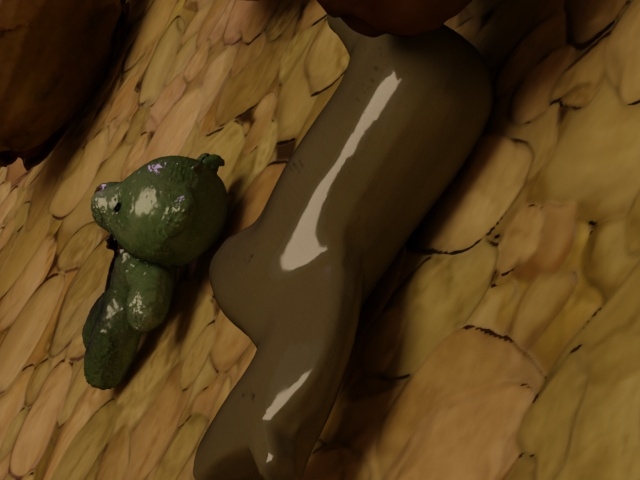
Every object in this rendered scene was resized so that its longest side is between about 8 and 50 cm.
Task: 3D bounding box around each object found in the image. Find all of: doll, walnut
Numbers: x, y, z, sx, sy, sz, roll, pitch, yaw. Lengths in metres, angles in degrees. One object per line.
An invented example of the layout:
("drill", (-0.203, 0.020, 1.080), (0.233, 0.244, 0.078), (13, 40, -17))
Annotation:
("doll", (-0.109, 0.015, 1.096), (0.115, 0.077, 0.150), (-84, 19, -67))
("walnut", (-0.235, -0.160, 1.518), (0.137, 0.137, 0.245), (-24, 32, 56))

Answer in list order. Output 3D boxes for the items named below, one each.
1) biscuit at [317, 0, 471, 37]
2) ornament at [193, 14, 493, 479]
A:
("biscuit", (-0.016, -0.305, 0.896), (0.166, 0.343, 0.395), (-32, 24, 13))
("ornament", (0.000, 0.000, 0.872), (0.230, 0.061, 0.245), (-56, 19, 6))
